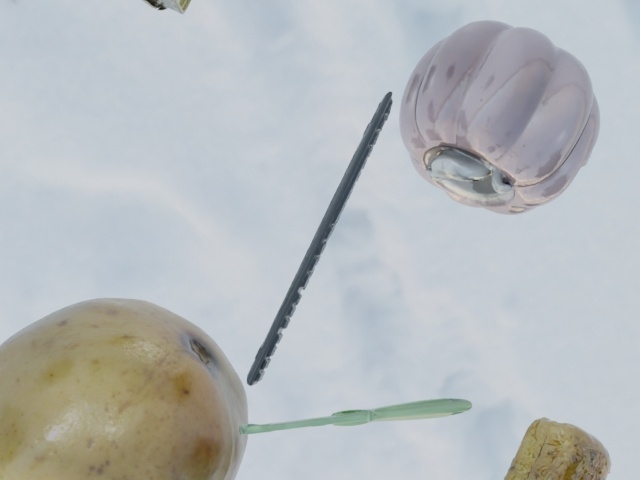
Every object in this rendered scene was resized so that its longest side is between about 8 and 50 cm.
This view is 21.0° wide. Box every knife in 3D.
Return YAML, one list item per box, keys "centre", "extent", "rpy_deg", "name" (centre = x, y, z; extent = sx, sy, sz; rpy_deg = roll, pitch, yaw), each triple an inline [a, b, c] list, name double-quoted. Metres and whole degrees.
- centre: [0.029, 0.121, 1.182]
  extent: [0.207, 0.014, 0.030]
  rpy_deg: [-2, 175, -37]
  name: "knife"

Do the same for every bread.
- centre: [0.245, 0.305, 1.923]
  extent: [0.114, 0.083, 0.211]
  rpy_deg: [37, 78, -41]
  name: "bread"

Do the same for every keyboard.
- centre: [0.000, 0.000, 1.094]
  extent: [0.067, 0.011, 0.202]
  rpy_deg: [115, 0, -87]
  name: "keyboard"

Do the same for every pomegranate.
- centre: [-0.204, 0.186, 1.609]
  extent: [0.307, 0.307, 0.307]
  rpy_deg: [-17, 137, -16]
  name: "pomegranate"

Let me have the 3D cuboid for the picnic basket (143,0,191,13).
- centre: [-0.156, -0.303, 1.680]
  extent: [0.115, 0.079, 0.164]
  rpy_deg: [-63, 171, -10]
  name: "picnic basket"

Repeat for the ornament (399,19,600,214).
- centre: [0.157, -0.103, 1.541]
  extent: [0.177, 0.177, 0.177]
  rpy_deg: [-17, 137, -16]
  name: "ornament"
